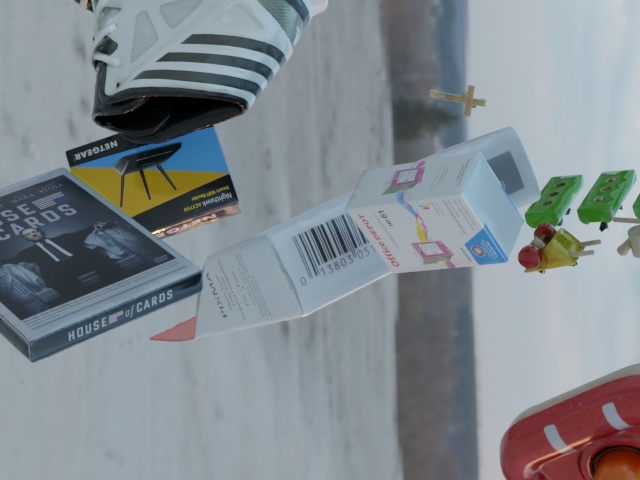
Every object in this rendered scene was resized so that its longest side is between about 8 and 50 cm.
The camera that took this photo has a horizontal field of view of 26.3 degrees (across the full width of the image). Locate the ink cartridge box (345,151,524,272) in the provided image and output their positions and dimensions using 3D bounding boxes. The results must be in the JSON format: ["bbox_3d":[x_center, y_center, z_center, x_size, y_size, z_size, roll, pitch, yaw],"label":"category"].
[{"bbox_3d":[0.096,-0.021,1.163,0.088,0.122,0.052,52,49,-32],"label":"ink cartridge box"}]

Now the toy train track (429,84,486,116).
[{"bbox_3d":[0.200,-0.208,1.987,0.014,0.083,0.048,-60,160,-60],"label":"toy train track"}]

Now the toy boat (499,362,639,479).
[{"bbox_3d":[0.262,0.209,1.177,0.151,0.231,0.151,45,37,-19],"label":"toy boat"}]

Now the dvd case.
[{"bbox_3d":[-0.248,0.015,1.249,0.238,0.179,0.030,34,-46,39],"label":"dvd case"}]

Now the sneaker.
[{"bbox_3d":[-0.239,-0.270,1.525,0.257,0.447,0.169,-59,160,-18],"label":"sneaker"}]

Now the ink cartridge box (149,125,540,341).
[{"bbox_3d":[0.000,0.000,1.457,0.385,0.308,0.091,-13,-79,60],"label":"ink cartridge box"}]

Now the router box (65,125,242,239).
[{"bbox_3d":[-0.197,-0.070,1.622,0.046,0.178,0.133,77,-7,-74],"label":"router box"}]

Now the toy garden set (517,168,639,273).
[{"bbox_3d":[0.359,-0.021,1.604,0.204,0.244,0.049,-46,125,-50],"label":"toy garden set"}]
